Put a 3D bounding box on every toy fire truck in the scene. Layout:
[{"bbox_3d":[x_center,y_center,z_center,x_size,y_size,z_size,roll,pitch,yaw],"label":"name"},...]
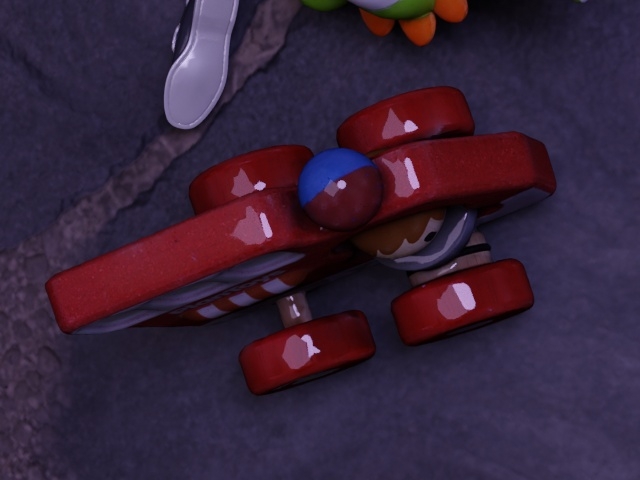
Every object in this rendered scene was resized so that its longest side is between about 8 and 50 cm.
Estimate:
[{"bbox_3d":[0.000,0.000,0.923,0.302,0.254,0.169,-20,82,21],"label":"toy fire truck"}]

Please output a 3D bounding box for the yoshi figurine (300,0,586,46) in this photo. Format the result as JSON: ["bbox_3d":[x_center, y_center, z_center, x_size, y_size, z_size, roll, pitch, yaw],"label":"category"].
[{"bbox_3d":[0.065,-0.258,0.879,0.362,0.204,0.203,-14,66,59],"label":"yoshi figurine"}]

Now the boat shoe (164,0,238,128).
[{"bbox_3d":[-0.097,-0.151,1.083,0.046,0.038,0.125,9,101,-20],"label":"boat shoe"}]
